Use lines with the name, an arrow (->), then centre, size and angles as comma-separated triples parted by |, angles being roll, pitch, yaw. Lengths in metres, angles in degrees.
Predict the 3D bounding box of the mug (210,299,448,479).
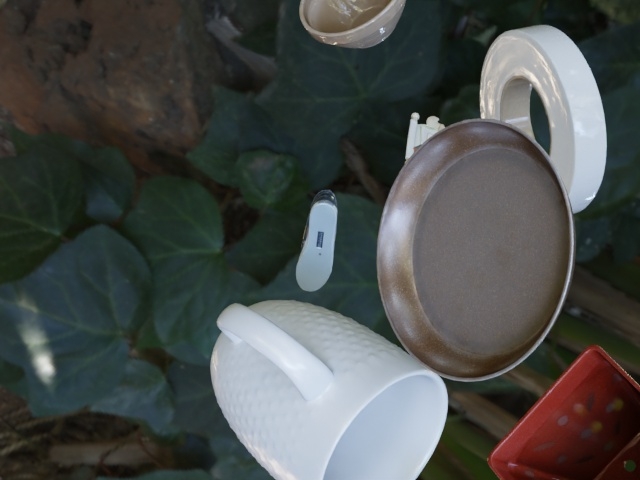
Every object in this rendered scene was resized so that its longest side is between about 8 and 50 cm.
mug -> -0.029, 0.218, 1.494 | 0.276, 0.328, 0.374 | -49, 141, -11

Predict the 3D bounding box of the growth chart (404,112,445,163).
growth chart -> 0.265, -0.150, 1.839 | 0.021, 0.237, 0.172 | -60, -175, 46

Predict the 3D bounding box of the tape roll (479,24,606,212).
tape roll -> 0.436, -0.233, 1.937 | 0.072, 0.392, 0.392 | -14, 129, -13

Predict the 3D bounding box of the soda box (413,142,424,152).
soda box -> 0.206, -0.107, 1.334 | 0.058, 0.183, 0.063 | -24, 107, -24

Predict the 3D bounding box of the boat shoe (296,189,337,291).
boat shoe -> 0.000, 0.000, 1.782 | 0.083, 0.065, 0.183 | -78, -179, -65

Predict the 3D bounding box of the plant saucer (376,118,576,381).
plant saucer -> 0.187, 0.012, 1.156 | 0.050, 0.310, 0.311 | 7, 108, -38

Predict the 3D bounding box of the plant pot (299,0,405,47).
plant pot -> 0.085, -0.474, 1.975 | 0.237, 0.237, 0.110 | -54, 138, -12

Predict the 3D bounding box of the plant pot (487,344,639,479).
plant pot -> 0.485, 0.376, 1.557 | 0.235, 0.267, 0.267 | 31, 104, -42
